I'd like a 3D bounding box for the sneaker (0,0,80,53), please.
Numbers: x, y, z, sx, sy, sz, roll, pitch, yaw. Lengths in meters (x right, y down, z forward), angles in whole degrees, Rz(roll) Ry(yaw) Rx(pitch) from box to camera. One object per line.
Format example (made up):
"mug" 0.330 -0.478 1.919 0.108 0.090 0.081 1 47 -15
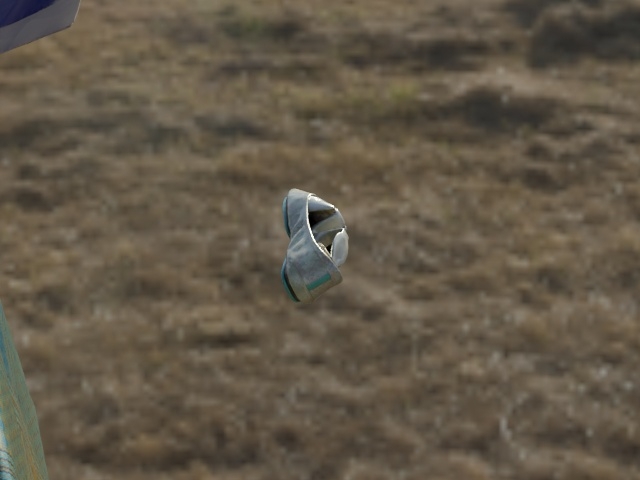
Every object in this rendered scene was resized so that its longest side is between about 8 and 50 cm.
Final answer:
"sneaker" -0.278 -0.223 0.952 0.315 0.182 0.127 25 31 17

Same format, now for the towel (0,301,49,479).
"towel" -0.225 0.169 1.274 0.040 0.271 0.370 -15 42 -7

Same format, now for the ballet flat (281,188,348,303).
"ballet flat" 0.000 0.000 1.466 0.052 0.057 0.168 -26 26 13
